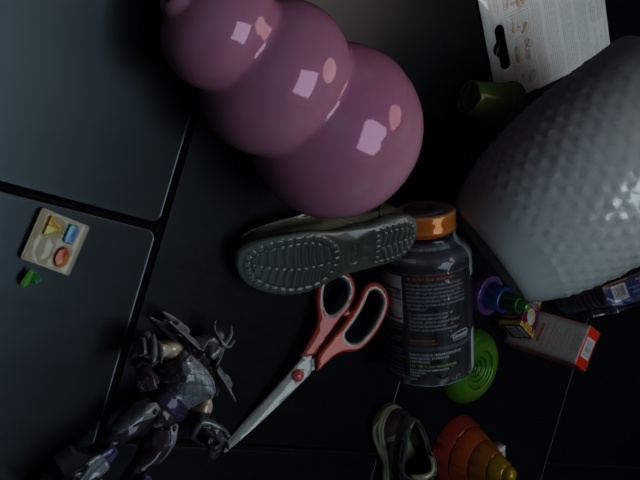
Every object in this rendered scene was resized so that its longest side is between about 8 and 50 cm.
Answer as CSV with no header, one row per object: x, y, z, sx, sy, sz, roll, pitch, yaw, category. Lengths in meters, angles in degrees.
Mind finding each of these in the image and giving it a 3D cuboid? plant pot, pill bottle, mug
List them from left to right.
0.150,0.071,1.242,0.130,0.130,0.245,-20,115,-38,pill bottle
0.248,-0.203,1.302,0.079,0.083,0.083,8,96,-32,plant pot
0.368,-0.078,1.275,0.328,0.374,0.276,-37,91,2,mug

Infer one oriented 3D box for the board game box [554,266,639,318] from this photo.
0.530,0.094,1.581,0.194,0.194,0.060,-17,85,-20,board game box

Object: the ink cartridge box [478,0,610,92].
0.342,-0.341,1.379,0.232,0.066,0.189,-25,120,-12,ink cartridge box

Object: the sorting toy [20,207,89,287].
-0.278,0.014,0.910,0.062,0.012,0.083,27,82,-44,sorting toy

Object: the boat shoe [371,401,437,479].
0.140,0.346,1.347,0.080,0.073,0.223,-38,124,-30,boat shoe

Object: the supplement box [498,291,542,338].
0.337,0.116,1.477,0.055,0.043,0.083,41,58,-41,supplement box

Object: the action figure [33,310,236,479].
-0.184,0.205,0.994,0.285,0.099,0.185,-52,122,-25,action figure

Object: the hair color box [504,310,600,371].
0.388,0.163,1.480,0.043,0.141,0.072,33,79,-43,hair color box

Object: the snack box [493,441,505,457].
0.300,0.449,1.560,0.064,0.022,0.178,-19,113,-40,snack box

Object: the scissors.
-0.012,0.171,1.167,0.109,0.021,0.297,34,76,-17,scissors

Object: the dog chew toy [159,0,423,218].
-0.038,-0.166,0.967,0.332,0.207,0.206,36,76,-34,dog chew toy

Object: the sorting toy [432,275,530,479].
0.277,0.241,1.411,0.127,0.126,0.365,-4,105,-42,sorting toy

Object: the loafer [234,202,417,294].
0.000,0.000,1.125,0.251,0.087,0.094,-9,127,-28,loafer
